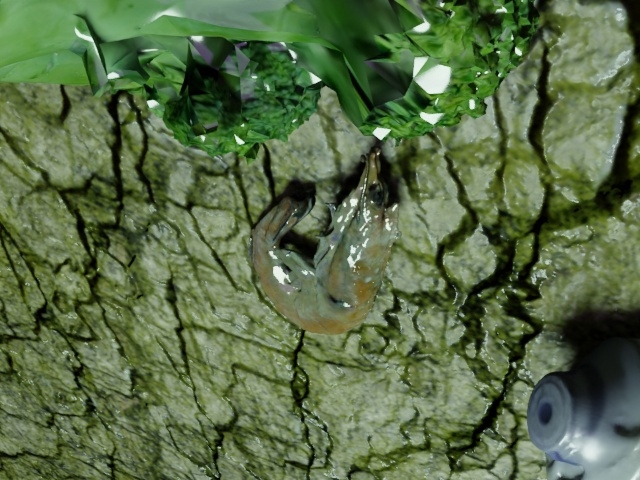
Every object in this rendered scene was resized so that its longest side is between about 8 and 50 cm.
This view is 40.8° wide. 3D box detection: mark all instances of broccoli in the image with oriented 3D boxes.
[{"bbox_3d":[-0.052,-0.204,0.389,0.310,0.321,0.413,-2,179,-21],"label":"broccoli"}]

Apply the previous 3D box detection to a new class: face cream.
[{"bbox_3d":[0.369,0.200,0.733,0.420,0.137,0.235,20,133,-13],"label":"face cream"}]

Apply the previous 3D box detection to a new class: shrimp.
[{"bbox_3d":[0.000,0.000,0.725,0.126,0.047,0.223,28,135,10],"label":"shrimp"}]
